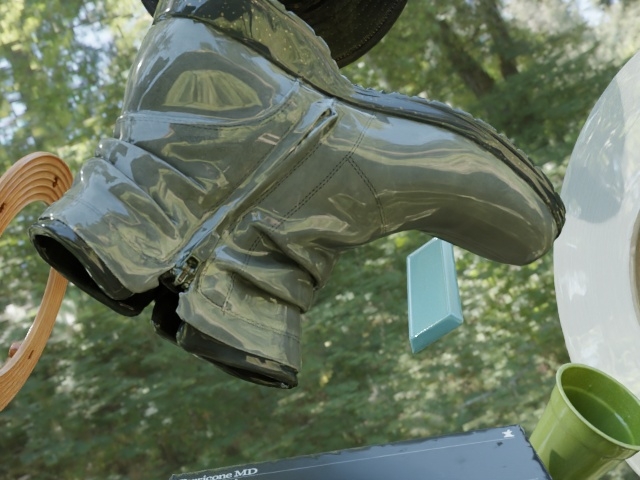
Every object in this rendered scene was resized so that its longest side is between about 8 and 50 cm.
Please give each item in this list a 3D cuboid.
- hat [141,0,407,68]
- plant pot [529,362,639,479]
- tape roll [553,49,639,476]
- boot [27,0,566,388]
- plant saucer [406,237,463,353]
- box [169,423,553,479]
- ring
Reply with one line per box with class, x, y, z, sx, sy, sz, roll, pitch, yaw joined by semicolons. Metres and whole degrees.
hat;-0.065;-0.309;0.829;0.331;0.331;0.134;-28;7;15
plant pot;0.192;0.149;0.647;0.083;0.083;0.079;-13;-42;-51
tape roll;0.318;0.024;0.598;0.072;0.392;0.392;-3;-19;-26
boot;0.000;0.000;0.412;0.246;0.161;0.083;27;-25;-20
plant saucer;0.126;0.053;0.995;0.067;0.018;0.192;-36;20;21
box;0.029;0.218;0.558;0.261;0.103;0.184;-8;17;-1
ring;-0.375;0.055;1.044;0.032;0.337;0.336;16;-10;3
